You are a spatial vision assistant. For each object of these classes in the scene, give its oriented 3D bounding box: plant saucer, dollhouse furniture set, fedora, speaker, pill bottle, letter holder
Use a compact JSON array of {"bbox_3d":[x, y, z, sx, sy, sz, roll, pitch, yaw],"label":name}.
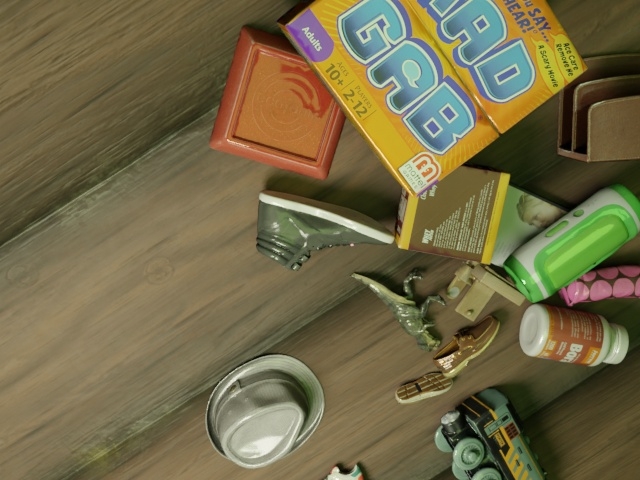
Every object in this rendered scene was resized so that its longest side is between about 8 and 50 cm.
[{"bbox_3d":[-0.069,-0.273,1.648,0.259,0.048,0.259,15,101,-11],"label":"plant saucer"},{"bbox_3d":[0.341,0.122,1.741,0.144,0.151,0.123,31,99,-22],"label":"dollhouse furniture set"},{"bbox_3d":[-0.119,0.393,1.769,0.276,0.124,0.243,-30,107,1],"label":"fedora"},{"bbox_3d":[0.545,0.006,1.740,0.297,0.131,0.131,-35,106,1],"label":"speaker"},{"bbox_3d":[0.569,0.216,1.820,0.216,0.121,0.121,11,102,-10],"label":"pill bottle"},{"bbox_3d":[0.670,-0.283,1.695,0.302,0.152,0.214,-4,103,-7],"label":"letter holder"}]

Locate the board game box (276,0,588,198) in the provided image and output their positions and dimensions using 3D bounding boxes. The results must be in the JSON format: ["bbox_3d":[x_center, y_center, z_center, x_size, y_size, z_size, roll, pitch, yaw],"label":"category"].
[{"bbox_3d":[0.173,-0.352,1.444,0.356,0.356,0.356,-37,106,6],"label":"board game box"}]

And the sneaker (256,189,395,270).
[{"bbox_3d":[0.000,0.000,1.702,0.296,0.104,0.146,15,103,-5],"label":"sneaker"}]

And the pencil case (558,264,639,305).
[{"bbox_3d":[0.645,0.099,1.820,0.210,0.098,0.095,-2,60,-7],"label":"pencil case"}]

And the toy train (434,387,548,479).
[{"bbox_3d":[0.403,0.503,1.869,0.190,0.142,0.333,-33,106,-9],"label":"toy train"}]

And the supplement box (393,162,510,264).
[{"bbox_3d":[0.267,-0.071,1.688,0.194,0.129,0.191,10,101,-2],"label":"supplement box"}]

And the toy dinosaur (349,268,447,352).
[{"bbox_3d":[0.199,0.137,1.784,0.118,0.064,0.268,-42,102,11],"label":"toy dinosaur"}]

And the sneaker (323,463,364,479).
[{"bbox_3d":[0.023,0.560,1.874,0.161,0.057,0.075,-11,89,-4],"label":"sneaker"}]

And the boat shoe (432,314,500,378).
[{"bbox_3d":[0.327,0.231,1.821,0.060,0.064,0.178,42,98,-16],"label":"boat shoe"}]

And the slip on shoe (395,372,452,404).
[{"bbox_3d":[0.235,0.342,1.850,0.135,0.051,0.041,-19,146,-11],"label":"slip on shoe"}]

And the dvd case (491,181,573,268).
[{"bbox_3d":[0.428,-0.026,1.792,0.253,0.022,0.180,23,100,-12],"label":"dvd case"}]
